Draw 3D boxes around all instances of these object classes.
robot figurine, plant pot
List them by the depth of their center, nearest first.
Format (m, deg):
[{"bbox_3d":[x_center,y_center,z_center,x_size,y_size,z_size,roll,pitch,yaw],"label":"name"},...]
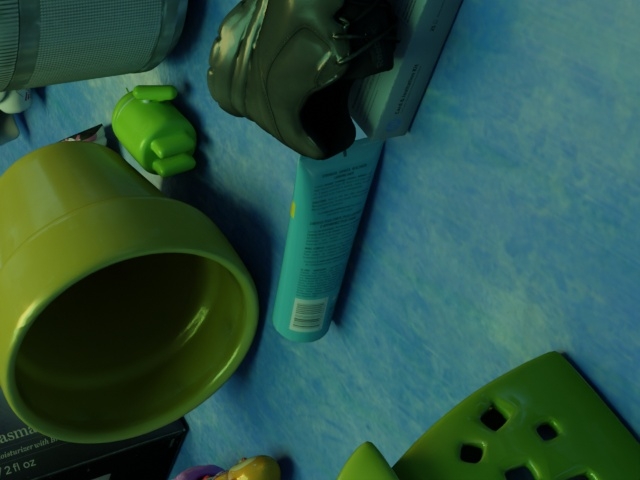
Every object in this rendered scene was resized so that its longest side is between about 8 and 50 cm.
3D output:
[{"bbox_3d":[0.108,0.243,0.773,0.227,0.207,0.228,55,141,31],"label":"plant pot"},{"bbox_3d":[-0.223,0.032,1.169,0.239,0.254,0.254,52,141,41],"label":"plant pot"},{"bbox_3d":[-0.171,-0.112,1.195,0.115,0.067,0.101,45,149,40],"label":"robot figurine"}]

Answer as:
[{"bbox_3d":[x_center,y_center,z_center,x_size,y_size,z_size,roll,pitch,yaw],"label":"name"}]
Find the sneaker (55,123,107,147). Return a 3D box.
[{"bbox_3d":[-0.298,-0.082,1.407,0.178,0.072,0.077,-9,105,63],"label":"sneaker"}]

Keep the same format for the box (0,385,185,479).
[{"bbox_3d":[-0.368,0.193,1.405,0.294,0.296,0.182,57,144,27],"label":"box"}]

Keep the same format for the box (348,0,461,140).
[{"bbox_3d":[0.024,-0.191,0.890,0.186,0.038,0.145,55,142,31],"label":"box"}]

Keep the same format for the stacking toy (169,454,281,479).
[{"bbox_3d":[-0.130,0.307,1.243,0.302,0.175,0.165,-50,58,39],"label":"stacking toy"}]

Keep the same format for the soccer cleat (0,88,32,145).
[{"bbox_3d":[-0.404,-0.251,1.484,0.143,0.116,0.331,48,143,13],"label":"soccer cleat"}]

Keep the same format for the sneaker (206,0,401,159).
[{"bbox_3d":[0.007,-0.181,0.810,0.130,0.109,0.286,42,141,28],"label":"sneaker"}]

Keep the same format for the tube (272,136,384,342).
[{"bbox_3d":[0.000,0.000,0.973,0.052,0.080,0.207,47,142,30],"label":"tube"}]

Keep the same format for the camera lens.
[{"bbox_3d":[-0.277,-0.255,1.107,0.219,0.274,0.219,27,124,50],"label":"camera lens"}]
